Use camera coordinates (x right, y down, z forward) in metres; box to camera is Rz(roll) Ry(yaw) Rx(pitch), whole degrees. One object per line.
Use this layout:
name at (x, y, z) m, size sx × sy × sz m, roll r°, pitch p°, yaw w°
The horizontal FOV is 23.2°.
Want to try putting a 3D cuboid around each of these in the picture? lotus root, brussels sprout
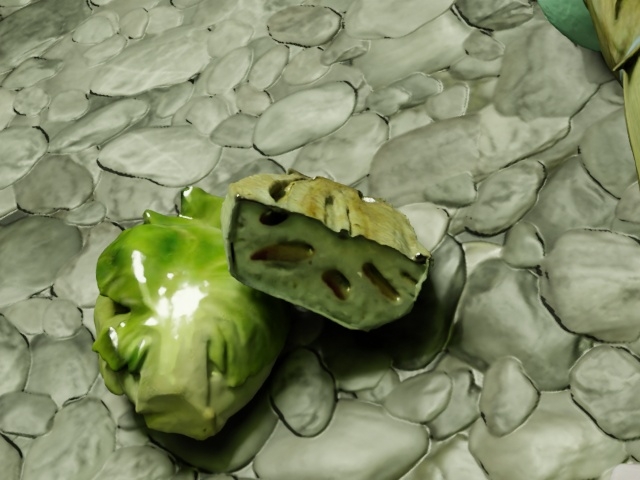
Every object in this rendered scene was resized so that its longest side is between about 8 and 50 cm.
lotus root at (0.000, 0.004, 1.065) m, size 0.143 × 0.070 × 0.144 m, roll 21°, pitch 16°, yaw -2°
brussels sprout at (-0.090, 0.049, 1.073) m, size 0.139 × 0.100 × 0.181 m, roll -1°, pitch 34°, yaw -1°

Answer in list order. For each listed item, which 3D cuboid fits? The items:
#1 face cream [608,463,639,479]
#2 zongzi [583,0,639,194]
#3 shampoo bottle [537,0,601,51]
face cream at (0.285, 0.173, 0.803) m, size 0.274 × 0.096 × 0.154 m, roll 2°, pitch 71°, yaw 18°
zongzi at (0.334, -0.172, 0.965) m, size 0.356 × 0.174 × 0.392 m, roll -17°, pitch 69°, yaw 3°
shampoo bottle at (0.200, -0.283, 1.195) m, size 0.222 × 0.151 × 0.349 m, roll -19°, pitch 47°, yaw 6°
